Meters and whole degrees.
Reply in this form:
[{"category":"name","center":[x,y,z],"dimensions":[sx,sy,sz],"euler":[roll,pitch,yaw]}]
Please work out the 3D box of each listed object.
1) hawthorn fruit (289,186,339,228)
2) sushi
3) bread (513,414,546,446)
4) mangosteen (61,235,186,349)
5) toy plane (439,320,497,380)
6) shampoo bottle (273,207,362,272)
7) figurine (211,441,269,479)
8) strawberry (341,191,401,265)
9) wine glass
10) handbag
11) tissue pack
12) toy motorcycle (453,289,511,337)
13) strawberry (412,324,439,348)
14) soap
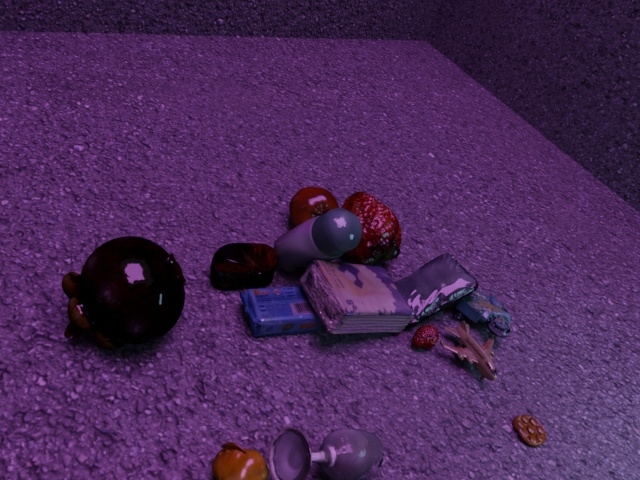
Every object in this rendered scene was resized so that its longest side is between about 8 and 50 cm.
[{"category":"hawthorn fruit","center":[-0.035,-0.120,2.158],"dimensions":[0.197,0.196,0.225],"euler":[-1,22,-25]},{"category":"sushi","center":[-0.256,0.086,1.864],"dimensions":[0.225,0.126,0.136],"euler":[2,42,-31]},{"category":"bread","center":[0.660,0.597,1.770],"dimensions":[0.110,0.024,0.110],"euler":[13,41,-12]},{"category":"mangosteen","center":[-0.548,0.154,1.551],"dimensions":[0.347,0.306,0.306],"euler":[-28,55,-6]},{"category":"toy plane","center":[0.518,0.377,1.899],"dimensions":[0.229,0.092,0.244],"euler":[0,44,-27]},{"category":"shampoo bottle","center":[0.000,0.000,1.876],"dimensions":[0.222,0.350,0.151],"euler":[4,70,-36]},{"category":"figurine","center":[-0.158,0.591,1.356],"dimensions":[0.246,0.131,0.156],"euler":[41,22,2]},{"category":"strawberry","center":[0.172,-0.048,2.100],"dimensions":[0.239,0.250,0.288],"euler":[-23,74,4]},{"category":"wine glass","center":[0.026,0.534,1.401],"dimensions":[0.321,0.143,0.143],"euler":[17,34,-43]},{"category":"handbag","center":[0.386,0.174,2.006],"dimensions":[0.332,0.075,0.191],"euler":[-27,52,-15]},{"category":"tissue pack","center":[0.121,0.186,1.848],"dimensions":[0.344,0.125,0.242],"euler":[8,38,-42]},{"category":"toy motorcycle","center":[0.592,0.240,2.070],"dimensions":[0.296,0.109,0.198],"euler":[37,30,28]},{"category":"strawberry","center":[0.351,0.330,1.891],"dimensions":[0.096,0.083,0.083],"euler":[-29,60,-31]},{"category":"soap","center":[-0.112,0.223,1.804],"dimensions":[0.293,0.077,0.156],"euler":[0,44,-25]}]
